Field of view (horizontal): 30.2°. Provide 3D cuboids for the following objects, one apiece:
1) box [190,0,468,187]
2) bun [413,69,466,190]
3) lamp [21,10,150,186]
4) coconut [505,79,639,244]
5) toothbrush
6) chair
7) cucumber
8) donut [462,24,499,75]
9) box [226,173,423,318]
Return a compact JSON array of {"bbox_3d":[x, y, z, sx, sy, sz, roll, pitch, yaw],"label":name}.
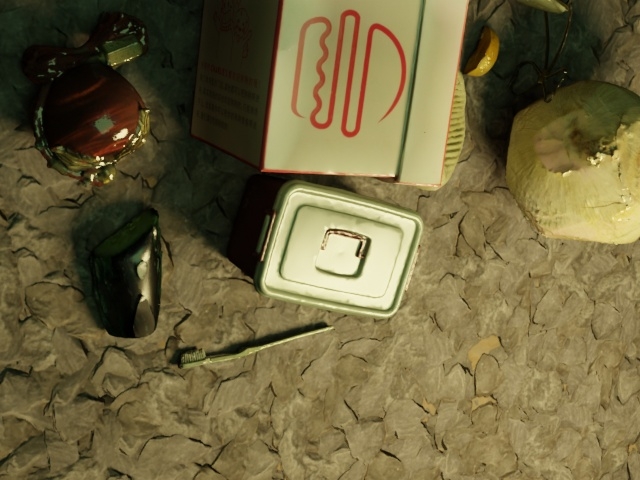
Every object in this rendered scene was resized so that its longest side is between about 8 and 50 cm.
[{"bbox_3d":[0.004,-0.263,1.767,0.300,0.314,0.312,1,104,-27],"label":"box"},{"bbox_3d":[0.163,-0.194,1.965,0.231,0.133,0.231,8,90,-71],"label":"bun"},{"bbox_3d":[-0.317,-0.199,1.698,0.215,0.151,0.223,-25,113,-26],"label":"lamp"},{"bbox_3d":[0.468,-0.138,2.074,0.254,0.297,0.297,10,100,-51],"label":"coconut"},{"bbox_3d":[-0.104,0.178,2.003,0.294,0.026,0.028,-8,93,-27],"label":"toothbrush"},{"bbox_3d":[0.364,-0.417,2.021,0.170,0.160,0.326,18,96,-28],"label":"chair"},{"bbox_3d":[-0.291,0.058,1.835,0.115,0.086,0.193,-13,117,-28],"label":"cucumber"},{"bbox_3d":[0.286,-0.329,2.075,0.038,0.067,0.083,22,61,-26],"label":"donut"},{"bbox_3d":[0.000,0.000,1.927,0.294,0.167,0.193,13,99,-32],"label":"box"}]
